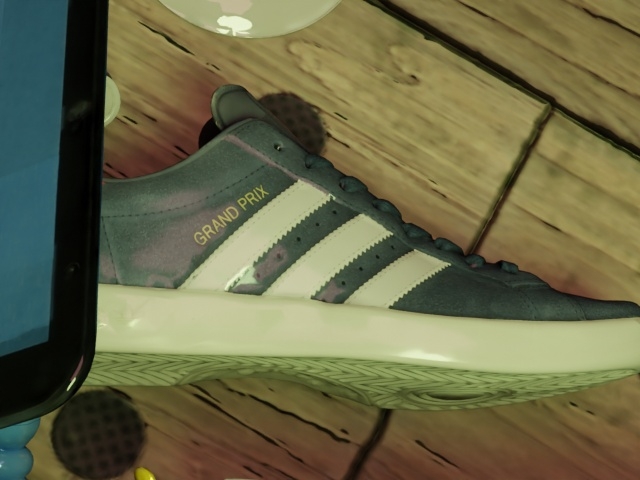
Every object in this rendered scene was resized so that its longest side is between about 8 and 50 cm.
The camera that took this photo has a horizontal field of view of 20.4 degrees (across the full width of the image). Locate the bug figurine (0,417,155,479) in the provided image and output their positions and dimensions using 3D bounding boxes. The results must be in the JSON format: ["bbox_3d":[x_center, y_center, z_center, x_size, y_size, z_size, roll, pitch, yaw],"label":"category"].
[{"bbox_3d":[-0.115,0.173,0.754,0.072,0.279,0.216,4,99,-29],"label":"bug figurine"}]

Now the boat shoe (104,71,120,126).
[{"bbox_3d":[-0.169,-0.065,0.935,0.125,0.038,0.046,-22,118,-13],"label":"boat shoe"}]

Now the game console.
[{"bbox_3d":[-0.244,-0.047,0.802,0.250,0.173,0.293,15,52,-25],"label":"game console"}]

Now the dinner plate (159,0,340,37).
[{"bbox_3d":[-0.043,-0.182,1.016,0.141,0.017,0.141,4,71,-11],"label":"dinner plate"}]

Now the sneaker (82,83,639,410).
[{"bbox_3d":[0.000,0.000,0.895,0.350,0.131,0.148,6,74,-9],"label":"sneaker"}]

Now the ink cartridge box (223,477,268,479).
[{"bbox_3d":[0.070,0.226,0.791,0.270,0.198,0.197,5,70,-11],"label":"ink cartridge box"}]
